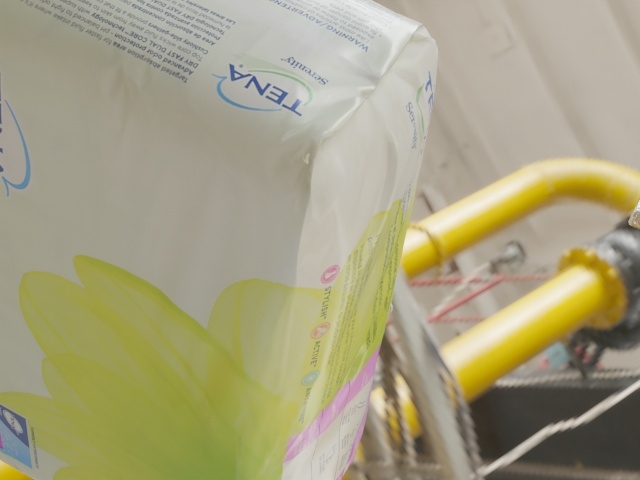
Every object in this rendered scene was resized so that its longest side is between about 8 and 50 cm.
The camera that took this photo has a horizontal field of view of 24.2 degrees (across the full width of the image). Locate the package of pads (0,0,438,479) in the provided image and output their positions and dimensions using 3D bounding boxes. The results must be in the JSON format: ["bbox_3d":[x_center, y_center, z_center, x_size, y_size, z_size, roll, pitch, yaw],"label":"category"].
[{"bbox_3d":[-0.082,0.003,0.616,0.229,0.101,0.296,26,-41,17],"label":"package of pads"}]

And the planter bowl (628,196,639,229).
[{"bbox_3d":[0.247,-0.053,0.772,0.109,0.162,0.162,30,-43,8],"label":"planter bowl"}]

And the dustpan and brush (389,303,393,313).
[{"bbox_3d":[0.000,0.000,1.436,0.060,0.211,0.147,-48,-111,13],"label":"dustpan and brush"}]
